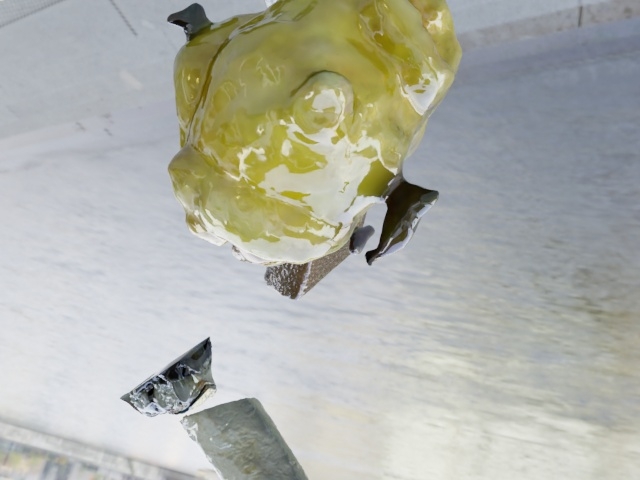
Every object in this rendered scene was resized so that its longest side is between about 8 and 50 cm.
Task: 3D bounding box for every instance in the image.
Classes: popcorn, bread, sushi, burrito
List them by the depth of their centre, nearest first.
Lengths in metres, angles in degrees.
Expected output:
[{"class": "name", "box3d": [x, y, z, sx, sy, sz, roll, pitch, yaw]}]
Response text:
[{"class": "popcorn", "box3d": [-0.021, -0.108, 0.672, 0.281, 0.297, 0.316, 43, 147, -6]}, {"class": "burrito", "box3d": [-0.110, 0.402, 1.343, 0.299, 0.143, 0.105, 52, 141, 7]}, {"class": "sushi", "box3d": [-0.316, 0.322, 1.568, 0.273, 0.134, 0.109, -35, 89, 28]}, {"class": "bread", "box3d": [0.000, 0.000, 1.823, 0.113, 0.165, 0.416, 26, -157, 13]}]

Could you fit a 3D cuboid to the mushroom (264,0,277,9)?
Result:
[{"class": "mushroom", "box3d": [-0.052, -0.426, 1.554, 0.122, 0.159, 0.328, -8, 139, -4]}]
